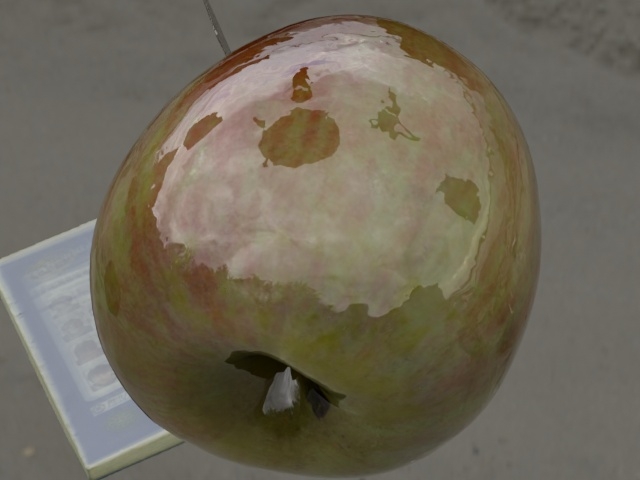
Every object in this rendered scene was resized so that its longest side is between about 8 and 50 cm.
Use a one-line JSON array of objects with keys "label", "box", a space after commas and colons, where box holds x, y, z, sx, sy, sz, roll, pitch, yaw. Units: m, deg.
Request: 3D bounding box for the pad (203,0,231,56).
[{"label": "pad", "box": [-0.062, -0.123, 1.486, 0.003, 0.158, 0.235, -24, 22, 0]}]

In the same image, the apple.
[{"label": "apple", "box": [0.000, 0.000, 1.075, 0.256, 0.257, 0.234, 6, 56, 8]}]

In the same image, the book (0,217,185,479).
[{"label": "book", "box": [-0.107, 0.047, 1.391, 0.228, 0.018, 0.322, -23, 31, -10]}]
